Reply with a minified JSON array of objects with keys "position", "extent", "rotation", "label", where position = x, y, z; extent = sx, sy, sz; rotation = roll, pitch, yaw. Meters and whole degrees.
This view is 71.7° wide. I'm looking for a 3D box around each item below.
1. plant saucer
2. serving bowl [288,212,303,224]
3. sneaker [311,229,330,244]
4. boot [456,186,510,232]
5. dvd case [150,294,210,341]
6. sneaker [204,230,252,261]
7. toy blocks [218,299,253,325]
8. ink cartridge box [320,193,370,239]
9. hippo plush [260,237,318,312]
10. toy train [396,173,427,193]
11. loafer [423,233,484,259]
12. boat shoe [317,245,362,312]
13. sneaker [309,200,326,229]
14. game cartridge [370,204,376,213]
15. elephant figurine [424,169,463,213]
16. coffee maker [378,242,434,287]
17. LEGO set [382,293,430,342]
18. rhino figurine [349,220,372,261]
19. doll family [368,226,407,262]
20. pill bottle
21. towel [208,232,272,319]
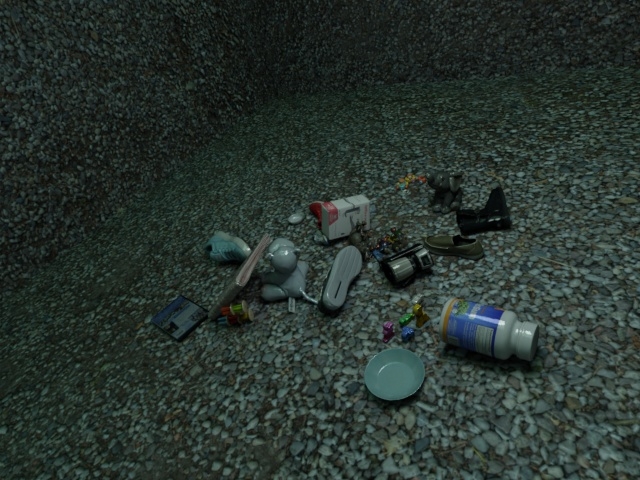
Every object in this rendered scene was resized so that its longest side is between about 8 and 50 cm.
[{"position":[0.238,0.434,1.418],"extent":[0.194,0.038,0.195],"rotation":[-13,35,9],"label":"plant saucer"},{"position":[-0.128,-0.110,2.352],"extent":[0.083,0.027,0.083],"rotation":[-14,34,10],"label":"serving bowl"},{"position":[0.000,0.000,2.128],"extent":[0.058,0.052,0.135],"rotation":[-37,30,-7],"label":"sneaker"},{"position":[0.692,-0.135,1.917],"extent":[0.207,0.094,0.247],"rotation":[-5,43,15],"label":"boot"},{"position":[-0.627,0.344,1.986],"extent":[0.252,0.022,0.180],"rotation":[17,48,41],"label":"dvd case"},{"position":[-0.462,0.063,2.209],"extent":[0.150,0.135,0.365],"rotation":[-46,33,-21],"label":"sneaker"},{"position":[-0.365,0.304,1.821],"extent":[0.148,0.123,0.054],"rotation":[-14,49,9],"label":"toy blocks"},{"position":[0.120,-0.110,2.070],"extent":[0.217,0.159,0.092],"rotation":[-16,34,-20],"label":"ink cartridge box"},{"position":[-0.170,0.128,1.862],"extent":[0.234,0.237,0.294],"rotation":[-19,34,1],"label":"hippo plush"},{"position":[0.476,-0.309,2.307],"extent":[0.166,0.046,0.125],"rotation":[-30,35,-15],"label":"toy train"},{"position":[0.539,0.007,1.806],"extent":[0.251,0.088,0.094],"rotation":[9,44,35],"label":"loafer"},{"position":[0.066,0.152,1.810],"extent":[0.119,0.121,0.335],"rotation":[-35,16,45],"label":"boat shoe"},{"position":[-0.003,-0.129,2.266],"extent":[0.221,0.087,0.128],"rotation":[16,47,42],"label":"sneaker"},{"position":[0.239,-0.153,2.239],"extent":[0.083,0.017,0.056],"rotation":[-16,38,7],"label":"game cartridge"},{"position":[0.567,-0.257,2.018],"extent":[0.169,0.240,0.186],"rotation":[-11,35,14],"label":"elephant figurine"},{"position":[0.339,0.085,1.773],"extent":[0.178,0.120,0.171],"rotation":[-24,34,-7],"label":"coffee maker"},{"position":[0.314,0.268,1.557],"extent":[0.227,0.093,0.087],"rotation":[-39,39,-25],"label":"LEGO set"},{"position":[0.182,0.013,1.975],"extent":[0.073,0.106,0.243],"rotation":[17,31,-19],"label":"rhino figurine"},{"position":[0.287,0.016,1.935],"extent":[0.192,0.076,0.111],"rotation":[-31,40,-10],"label":"doll family"},{"position":[0.524,0.281,1.383],"extent":[0.271,0.152,0.152],"rotation":[10,44,36],"label":"pill bottle"},{"position":[-0.342,0.159,1.907],"extent":[0.332,0.053,0.317],"rotation":[-48,10,43],"label":"towel"}]
